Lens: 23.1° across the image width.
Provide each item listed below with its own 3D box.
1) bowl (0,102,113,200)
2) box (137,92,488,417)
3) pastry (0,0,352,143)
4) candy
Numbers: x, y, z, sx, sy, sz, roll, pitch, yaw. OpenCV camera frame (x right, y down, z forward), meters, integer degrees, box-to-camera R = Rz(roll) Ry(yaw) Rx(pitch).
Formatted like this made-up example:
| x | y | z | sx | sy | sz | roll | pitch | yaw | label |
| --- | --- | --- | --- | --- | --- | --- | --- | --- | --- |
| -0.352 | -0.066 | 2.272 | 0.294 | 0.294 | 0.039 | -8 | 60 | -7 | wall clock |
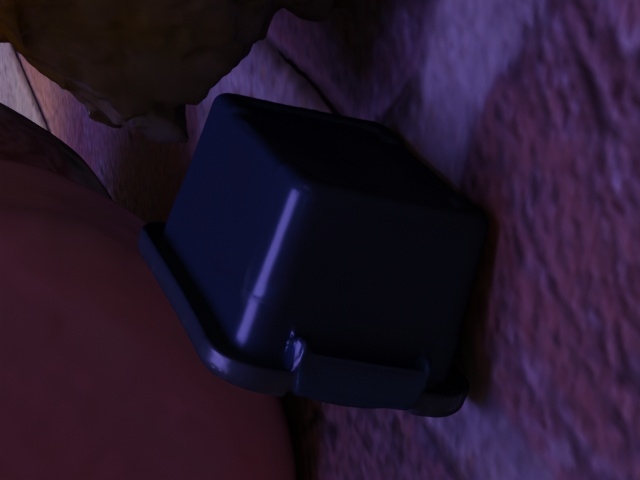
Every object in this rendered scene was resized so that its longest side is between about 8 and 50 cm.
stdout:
| x | y | z | sx | sy | sz | roll | pitch | yaw | label |
| --- | --- | --- | --- | --- | --- | --- | --- | --- | --- |
| -0.160 | 0.072 | 0.702 | 0.277 | 0.145 | 0.277 | -161 | 90 | -75 | bowl |
| 0.000 | 0.000 | 0.421 | 0.054 | 0.074 | 0.099 | -70 | 26 | 16 | box |
| -0.043 | -0.172 | 0.452 | 0.257 | 0.120 | 0.236 | 113 | 153 | -53 | pastry |
| -0.134 | 0.088 | 0.524 | 0.094 | 0.255 | 0.255 | -140 | 51 | -65 | candy |
